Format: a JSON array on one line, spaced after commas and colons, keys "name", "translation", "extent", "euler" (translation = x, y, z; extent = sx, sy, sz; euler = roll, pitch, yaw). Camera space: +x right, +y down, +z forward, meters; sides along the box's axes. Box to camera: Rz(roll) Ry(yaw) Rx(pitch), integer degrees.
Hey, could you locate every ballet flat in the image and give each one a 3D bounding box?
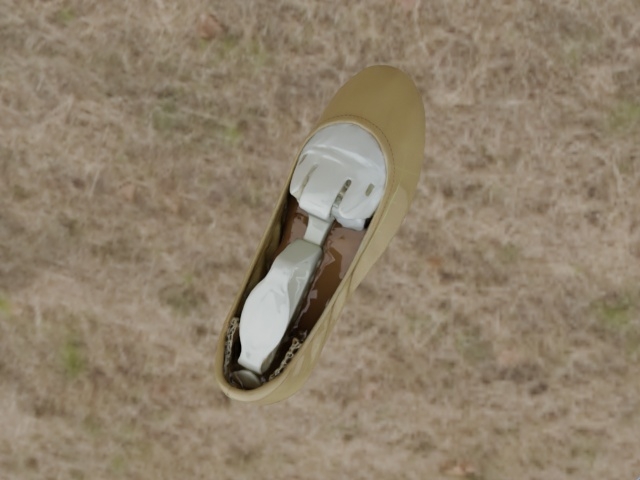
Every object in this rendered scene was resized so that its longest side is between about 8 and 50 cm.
[{"name": "ballet flat", "translation": [0.000, 0.000, 0.654], "extent": [0.080, 0.232, 0.073], "euler": [24, -174, 15]}]

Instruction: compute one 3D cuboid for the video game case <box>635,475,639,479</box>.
[{"name": "video game case", "translation": [0.323, 0.161, 0.521], "extent": [0.269, 0.244, 0.061], "euler": [50, 139, 19]}]
